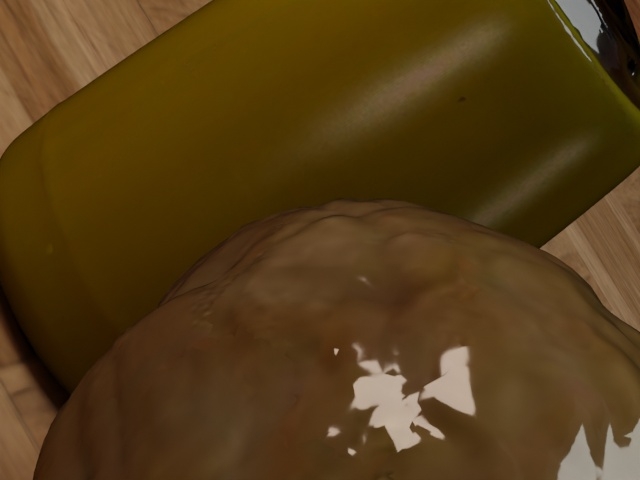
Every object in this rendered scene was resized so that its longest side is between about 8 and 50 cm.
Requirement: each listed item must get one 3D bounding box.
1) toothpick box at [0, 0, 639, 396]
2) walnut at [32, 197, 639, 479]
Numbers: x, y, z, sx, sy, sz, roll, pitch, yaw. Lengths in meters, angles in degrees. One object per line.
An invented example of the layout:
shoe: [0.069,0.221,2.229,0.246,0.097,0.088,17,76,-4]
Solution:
toothpick box: [0.009,-0.037,0.665,0.175,0.271,0.175,47,23,-27]
walnut: [0.035,0.137,0.493,0.285,0.285,0.296,-47,125,-69]
